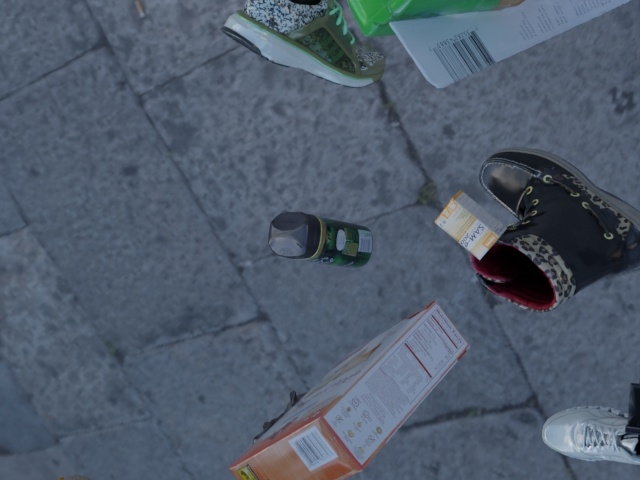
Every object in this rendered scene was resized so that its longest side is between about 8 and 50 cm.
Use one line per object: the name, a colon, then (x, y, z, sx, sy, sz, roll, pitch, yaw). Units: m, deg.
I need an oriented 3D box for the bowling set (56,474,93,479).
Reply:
bowling set: (-0.188, 0.304, 0.724, 0.287, 0.200, 0.154, 23, 93, 30)

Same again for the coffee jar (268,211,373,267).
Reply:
coffee jar: (0.000, 0.000, 1.619, 0.096, 0.184, 0.079, 2, 84, 40)

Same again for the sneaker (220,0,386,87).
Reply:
sneaker: (0.005, -0.430, 1.928, 0.158, 0.410, 0.182, 43, 115, 39)

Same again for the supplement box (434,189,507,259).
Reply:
supplement box: (0.243, -0.025, 1.548, 0.098, 0.036, 0.062, 40, 131, 9)

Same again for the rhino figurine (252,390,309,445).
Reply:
rhino figurine: (-0.013, 0.215, 1.121, 0.106, 0.243, 0.073, -36, 72, 12)

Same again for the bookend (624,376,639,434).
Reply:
bookend: (0.538, 0.229, 1.504, 0.072, 0.156, 0.157, 2, 82, 31)

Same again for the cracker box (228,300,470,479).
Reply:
cracker box: (0.033, 0.165, 0.965, 0.067, 0.232, 0.156, 53, 131, 1)

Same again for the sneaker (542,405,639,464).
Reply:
sneaker: (0.553, 0.369, 1.788, 0.292, 0.118, 0.110, 0, 82, 32)

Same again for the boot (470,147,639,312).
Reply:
boot: (0.374, -0.025, 1.712, 0.377, 0.284, 0.138, 38, 138, 33)

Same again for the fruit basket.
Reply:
fruit basket: (0.144, -0.332, 0.887, 0.165, 0.353, 0.327, -27, 91, 54)
